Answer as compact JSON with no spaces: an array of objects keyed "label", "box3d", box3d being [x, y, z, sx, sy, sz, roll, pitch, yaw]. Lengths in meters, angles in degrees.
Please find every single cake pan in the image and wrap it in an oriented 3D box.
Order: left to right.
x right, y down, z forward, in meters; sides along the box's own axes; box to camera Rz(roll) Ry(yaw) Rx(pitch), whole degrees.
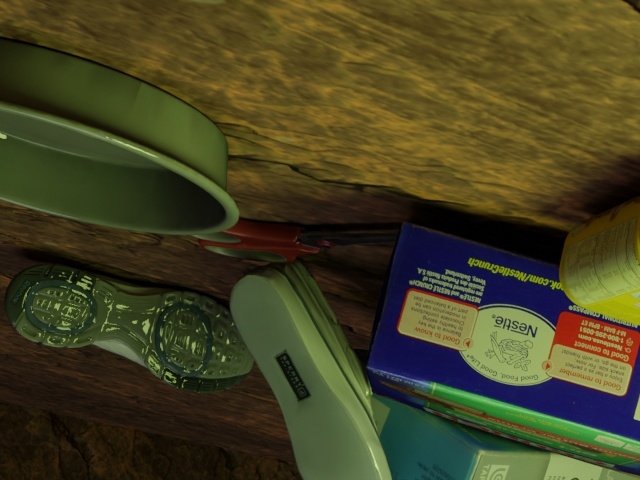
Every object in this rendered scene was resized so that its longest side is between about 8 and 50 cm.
[{"label":"cake pan","box3d":[-0.194,-0.073,1.133,0.293,0.054,0.293,13,168,3]}]

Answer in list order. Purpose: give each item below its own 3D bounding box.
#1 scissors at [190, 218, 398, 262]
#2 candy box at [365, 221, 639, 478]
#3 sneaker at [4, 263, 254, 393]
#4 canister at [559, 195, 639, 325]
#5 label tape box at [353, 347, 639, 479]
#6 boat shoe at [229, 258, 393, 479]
[{"label":"scissors","box3d":[0.000,0.000,1.343,0.297,0.021,0.109,3,161,36]},{"label":"candy box","box3d":[0.176,0.098,1.277,0.268,0.122,0.317,16,173,5]},{"label":"sneaker","box3d":[-0.212,0.086,1.801,0.297,0.111,0.129,22,-179,-18]},{"label":"canister","box3d":[0.236,0.013,1.021,0.126,0.073,0.170,16,169,-9]},{"label":"label tape box","box3d":[0.184,0.209,1.578,0.347,0.115,0.249,11,-168,-39]},{"label":"boat shoe","box3d":[0.011,0.134,1.447,0.095,0.258,0.084,-20,-176,39]}]
